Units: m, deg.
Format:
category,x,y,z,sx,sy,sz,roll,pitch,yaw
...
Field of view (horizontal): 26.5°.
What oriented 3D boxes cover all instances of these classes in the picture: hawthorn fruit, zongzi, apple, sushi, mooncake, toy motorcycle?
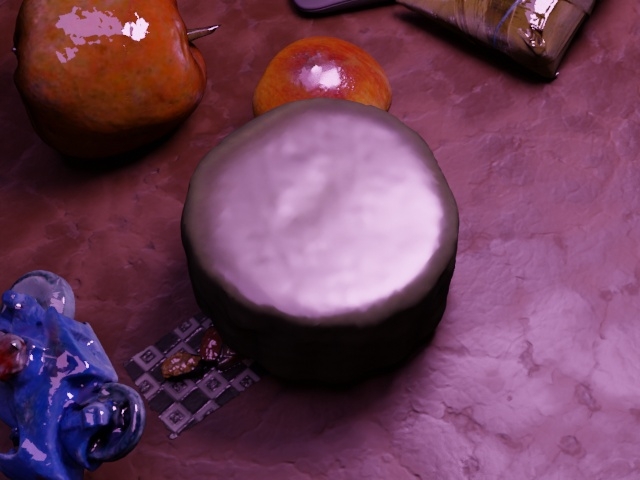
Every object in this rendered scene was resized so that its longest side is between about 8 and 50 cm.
category,x,y,z,sx,sy,sz,roll,pitch,yaw
hawthorn fruit,-0.283,-0.255,1.919,0.300,0.268,0.268,-10,57,-2
zongzi,0.278,-0.396,1.987,0.274,0.125,0.251,29,79,28
apple,0.003,-0.198,1.909,0.173,0.160,0.195,35,73,2
sushi,-0.150,0.150,1.766,0.201,0.031,0.139,-34,60,-14
mooncake,0.000,0.000,1.732,0.356,0.194,0.356,1,57,-2
toy motorcycle,-0.351,0.201,1.707,0.182,0.241,0.319,1,38,-41

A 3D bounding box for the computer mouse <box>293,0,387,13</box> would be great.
category,x,y,z,sx,sy,sz,roll,pitch,yaw
computer mouse,0.066,-0.410,2.078,0.232,0.057,0.120,-9,56,2
